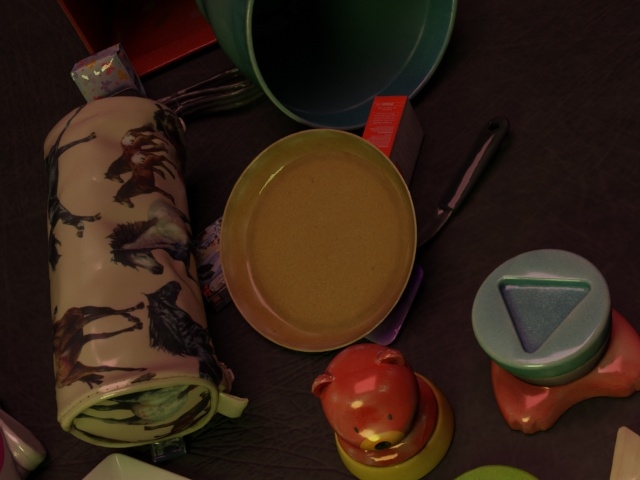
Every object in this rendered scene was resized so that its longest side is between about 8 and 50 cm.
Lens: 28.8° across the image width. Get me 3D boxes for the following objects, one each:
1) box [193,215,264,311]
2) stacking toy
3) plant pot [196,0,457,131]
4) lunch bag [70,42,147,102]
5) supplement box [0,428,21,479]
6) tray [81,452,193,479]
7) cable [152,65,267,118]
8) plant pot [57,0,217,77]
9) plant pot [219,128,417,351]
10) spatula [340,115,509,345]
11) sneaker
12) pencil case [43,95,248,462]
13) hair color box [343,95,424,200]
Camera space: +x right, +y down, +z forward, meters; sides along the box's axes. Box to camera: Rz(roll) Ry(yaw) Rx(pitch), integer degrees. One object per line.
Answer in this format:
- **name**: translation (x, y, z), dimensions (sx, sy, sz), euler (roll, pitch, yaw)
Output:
- **box**: translation (-0.090, 0.007, 1.419), dimensions (0.137, 0.027, 0.094), euler (-38, 48, -5)
- **stacking toy**: translation (0.163, 0.157, 1.128), dimensions (0.309, 0.130, 0.279), euler (-31, 49, 1)
- **plant pot**: translation (-0.020, -0.297, 1.476), dimensions (0.271, 0.272, 0.255), euler (-41, 37, -9)
- **lunch bag**: translation (-0.273, -0.202, 1.619), dimensions (0.071, 0.083, 0.053), euler (-21, 28, 10)
- **supplement box**: translation (-0.426, 0.281, 1.274), dimensions (0.220, 0.111, 0.114), euler (-30, 71, 9)
- **tray**: translation (-0.143, 0.293, 1.205), dimensions (0.270, 0.030, 0.145), euler (13, 37, 31)
- **cable**: translation (-0.198, -0.149, 1.585), dimensions (0.287, 0.072, 0.139), euler (-25, 31, -11)
- **plant pot**: translation (-0.225, -0.414, 1.656), dimensions (0.267, 0.267, 0.236), euler (-23, 38, 6)
- **plant pot**: translation (0.000, 0.000, 1.325), dimensions (0.236, 0.032, 0.236), euler (-3, 84, 28)
- **spatula**: translation (0.120, -0.021, 1.344), dimensions (0.084, 0.030, 0.296), euler (23, 67, 37)
- **sneaker**: translation (-0.396, 0.207, 1.381), dimensions (0.212, 0.080, 0.094), euler (37, 88, 38)
- **pencil case**: translation (-0.201, 0.025, 1.345), dimensions (0.183, 0.160, 0.410), euler (6, 51, -25)
- **hair color box**: translation (0.072, -0.085, 1.386), dimensions (0.043, 0.072, 0.141), euler (1, 56, 26)
